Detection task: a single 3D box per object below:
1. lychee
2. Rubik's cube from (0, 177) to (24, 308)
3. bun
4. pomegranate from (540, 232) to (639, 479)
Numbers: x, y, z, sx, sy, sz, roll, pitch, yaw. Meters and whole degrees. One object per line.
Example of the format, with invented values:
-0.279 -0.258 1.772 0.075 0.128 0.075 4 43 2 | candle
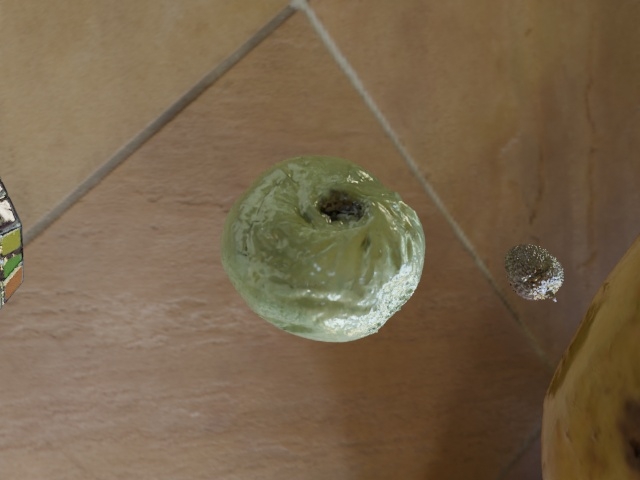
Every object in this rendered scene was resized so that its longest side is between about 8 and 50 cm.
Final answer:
0.256 0.041 1.263 0.068 0.067 0.083 -24 77 -44 | lychee
-0.191 0.001 0.485 0.111 0.111 0.093 13 75 -30 | Rubik's cube
-0.002 -0.001 1.097 0.221 0.221 0.108 -53 156 -19 | bun
0.245 0.083 0.440 0.322 0.322 0.322 0 90 -30 | pomegranate
